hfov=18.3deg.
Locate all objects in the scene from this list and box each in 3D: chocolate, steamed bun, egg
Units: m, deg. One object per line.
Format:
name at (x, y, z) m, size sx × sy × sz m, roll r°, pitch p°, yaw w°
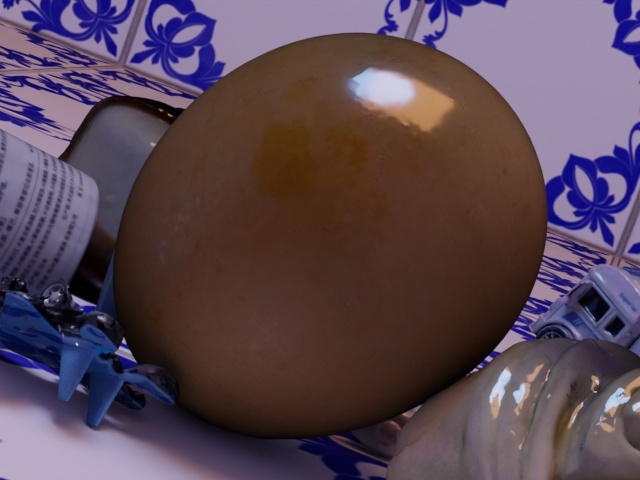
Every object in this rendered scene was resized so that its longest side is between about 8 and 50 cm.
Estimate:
chocolate at (-0.149, -0.037, 1.964) m, size 0.283 × 0.186 × 0.283 m, roll 19°, pitch 9°, yaw -3°
steamed bun at (0.226, 0.176, 1.476) m, size 0.320 × 0.206 × 0.275 m, roll 10°, pitch 15°, yaw -32°
egg at (0.000, 0.000, 1.559) m, size 0.301 × 0.374 × 0.301 m, roll 43°, pitch 32°, yaw -36°

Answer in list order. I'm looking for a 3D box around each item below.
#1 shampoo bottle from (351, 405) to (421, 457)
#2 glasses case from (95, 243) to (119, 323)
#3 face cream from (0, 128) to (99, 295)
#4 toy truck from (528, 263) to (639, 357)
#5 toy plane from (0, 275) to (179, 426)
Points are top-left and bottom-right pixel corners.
shampoo bottle at (0.063, 0.158, 1.720) m, size 0.072 × 0.043 × 0.099 m, roll 20°, pitch 10°, yaw 3°
glasses case at (-0.065, 0.058, 1.830) m, size 0.266 × 0.105 × 0.056 m, roll 17°, pitch -3°, yaw -14°
face cream at (-0.370, -0.068, 1.596) m, size 0.369 × 0.145 × 0.145 m, roll 28°, pitch 5°, yaw -24°
toy truck at (0.336, 0.134, 1.897) m, size 0.124 × 0.155 × 0.268 m, roll 9°, pitch 36°, yaw -51°
toy plane at (-0.221, 0.068, 1.534) m, size 0.246 × 0.078 × 0.169 m, roll 24°, pitch -18°, yaw 44°
